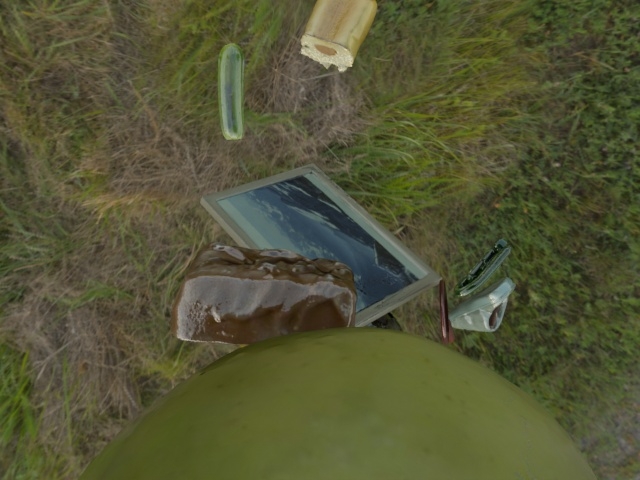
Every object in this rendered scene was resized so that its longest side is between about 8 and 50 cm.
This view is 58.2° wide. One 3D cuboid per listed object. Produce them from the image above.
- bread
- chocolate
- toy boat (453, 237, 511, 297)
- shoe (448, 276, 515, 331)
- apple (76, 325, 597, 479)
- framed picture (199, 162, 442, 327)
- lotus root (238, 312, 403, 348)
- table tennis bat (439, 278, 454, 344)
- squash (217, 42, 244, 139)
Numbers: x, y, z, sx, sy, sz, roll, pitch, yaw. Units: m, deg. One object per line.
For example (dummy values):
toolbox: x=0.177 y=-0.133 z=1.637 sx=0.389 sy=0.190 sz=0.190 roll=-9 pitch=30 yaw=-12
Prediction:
bread: x=0.042 y=-0.468 z=1.256 sx=0.134 sy=0.085 sz=0.173 roll=24 pitch=77 yaw=15
chocolate: x=-0.068 y=0.060 z=0.684 sx=0.214 sy=0.148 sz=0.093 roll=7 pitch=102 yaw=-5
toy boat: x=0.453 y=0.083 z=1.612 sx=0.052 sy=0.104 sz=0.210 roll=42 pitch=92 yaw=-10
shoe: x=0.403 y=0.173 z=1.404 sx=0.103 sy=0.251 sz=0.100 roll=-29 pitch=75 yaw=-27
apple: x=0.009 y=0.283 z=0.432 sx=0.474 sy=0.473 sz=0.473 roll=-1 pitch=107 yaw=-4
framed picture: x=0.000 y=0.000 z=0.931 sx=0.247 sy=0.335 sz=0.022 roll=-22 pitch=144 yaw=-36
lotus root: x=-0.018 y=0.152 z=0.989 sx=0.398 sy=0.196 sz=0.179 roll=21 pitch=108 yaw=6
table tennis bat: x=0.195 y=0.122 z=0.896 sx=0.019 sy=0.098 sz=0.154 roll=-4 pitch=148 yaw=14
squash: x=-0.216 y=-0.359 z=1.398 sx=0.066 sy=0.066 sz=0.228 roll=-1 pitch=107 yaw=-4
